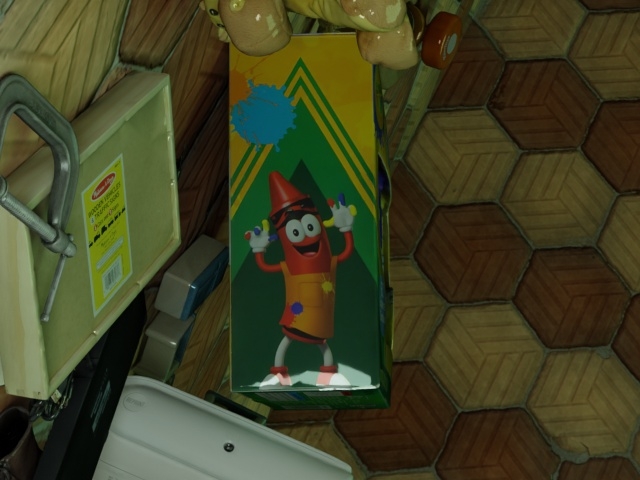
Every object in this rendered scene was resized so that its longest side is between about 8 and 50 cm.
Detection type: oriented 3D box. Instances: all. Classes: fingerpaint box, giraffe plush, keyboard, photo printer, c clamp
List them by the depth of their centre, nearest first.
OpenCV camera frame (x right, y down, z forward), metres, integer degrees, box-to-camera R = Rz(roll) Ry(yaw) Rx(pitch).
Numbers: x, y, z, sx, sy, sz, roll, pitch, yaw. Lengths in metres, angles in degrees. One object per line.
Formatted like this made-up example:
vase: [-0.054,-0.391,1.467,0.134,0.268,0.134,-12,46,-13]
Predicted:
c clamp: [-0.200,-0.035,1.118,0.160,0.022,0.137,59,40,-60]
giraffe plush: [-0.025,-0.223,1.359,0.210,0.171,0.181,-99,172,-65]
keyboard: [-0.220,0.129,1.491,0.201,0.033,0.317,91,10,-48]
photo printer: [-0.134,0.284,1.752,0.256,0.308,0.107,103,12,-47]
fingerpaint box: [0.000,0.000,1.820,0.445,0.163,0.371,67,21,-80]

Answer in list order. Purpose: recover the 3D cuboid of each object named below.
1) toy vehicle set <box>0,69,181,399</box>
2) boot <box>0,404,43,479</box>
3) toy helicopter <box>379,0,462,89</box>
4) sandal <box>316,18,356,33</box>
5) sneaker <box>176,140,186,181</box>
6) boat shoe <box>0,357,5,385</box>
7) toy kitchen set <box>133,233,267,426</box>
toy vehicle set: [-0.183,-0.012,1.283,0.267,0.035,0.166,-54,148,-57]
boot: [-0.318,0.291,1.457,0.248,0.090,0.207,-60,159,-30]
toy helicopter: [0.104,-0.370,2.206,0.235,0.140,0.355,-43,148,-49]
sandal: [0.026,-0.307,2.000,0.079,0.088,0.240,32,74,-52]
sneaker: [-0.165,-0.044,1.480,0.170,0.051,0.089,-57,170,-75]
boat shoe: [-0.236,0.057,1.305,0.043,0.049,0.137,90,20,-75]
toy kitchen set: [-0.120,0.131,1.920,0.122,0.166,0.207,-53,166,-61]
